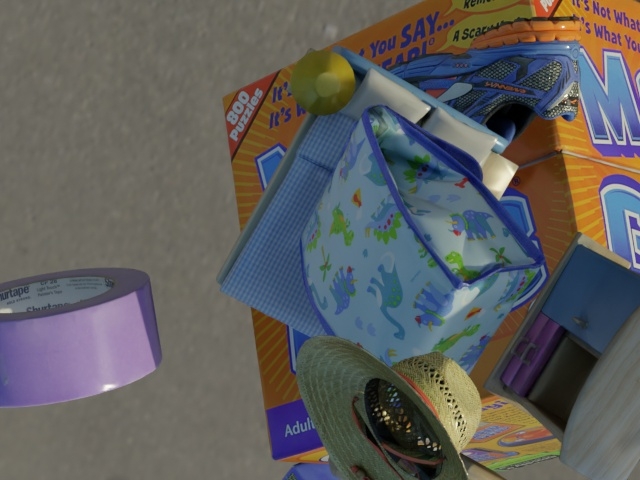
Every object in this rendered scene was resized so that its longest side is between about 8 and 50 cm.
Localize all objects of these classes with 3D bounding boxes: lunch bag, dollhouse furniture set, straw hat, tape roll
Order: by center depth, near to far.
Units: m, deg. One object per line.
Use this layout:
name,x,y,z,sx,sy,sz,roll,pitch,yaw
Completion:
straw hat,0.054,0.096,0.978,0.144,0.061,0.144,38,149,29
lunch bag,0.052,0.008,1.135,0.096,0.151,0.129,-14,144,-40
dollhouse furniture set,0.058,0.056,1.205,0.303,0.198,0.286,30,93,-12
tape roll,-0.242,0.085,1.622,0.189,0.189,0.080,-4,103,20

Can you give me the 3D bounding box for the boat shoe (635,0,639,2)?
boat shoe,0.261,-0.255,1.883,0.257,0.095,0.095,-27,168,30

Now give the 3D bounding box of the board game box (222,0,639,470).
board game box,0.176,0.001,1.653,0.356,0.356,0.356,-21,160,37

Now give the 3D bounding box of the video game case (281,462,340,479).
video game case,0.004,0.445,2.237,0.269,0.061,0.244,55,135,21

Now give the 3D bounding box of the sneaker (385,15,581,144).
sneaker,0.114,-0.108,1.407,0.083,0.087,0.221,-3,168,-44
